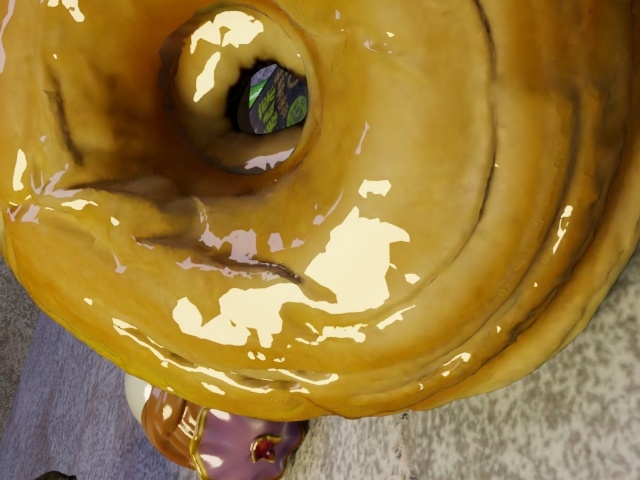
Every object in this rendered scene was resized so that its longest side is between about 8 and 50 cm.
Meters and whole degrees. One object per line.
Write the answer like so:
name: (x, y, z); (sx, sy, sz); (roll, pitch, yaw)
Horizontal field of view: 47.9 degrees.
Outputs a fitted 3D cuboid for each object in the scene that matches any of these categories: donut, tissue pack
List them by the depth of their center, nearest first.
donut: (-0.027, -0.090, 0.430); (0.449, 0.449, 0.198); (-61, -12, 23)
tissue pack: (-0.010, -0.151, 0.793); (0.235, 0.073, 0.173); (-52, 32, 37)

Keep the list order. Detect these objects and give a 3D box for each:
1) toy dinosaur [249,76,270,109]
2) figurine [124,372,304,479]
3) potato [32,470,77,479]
toy dinosaur: (-0.215, -0.232, 1.112); (0.500, 0.144, 0.374); (-46, 56, 22)
figurine: (-0.113, 0.153, 0.724); (0.142, 0.189, 0.263); (-42, 18, -19)
potato: (-0.341, 0.513, 0.819); (0.385, 0.319, 0.442); (-41, -6, -37)
